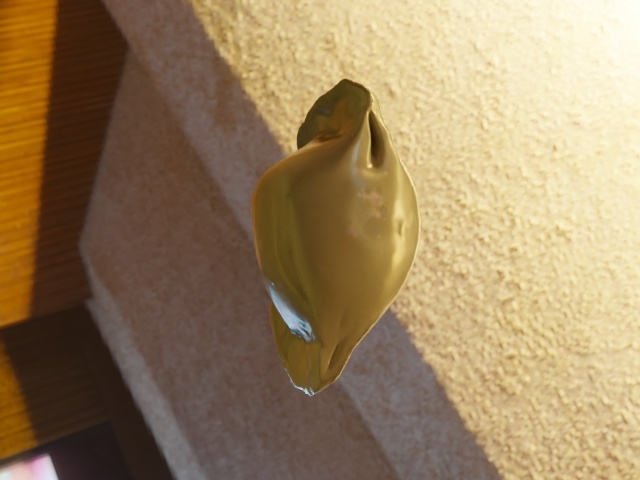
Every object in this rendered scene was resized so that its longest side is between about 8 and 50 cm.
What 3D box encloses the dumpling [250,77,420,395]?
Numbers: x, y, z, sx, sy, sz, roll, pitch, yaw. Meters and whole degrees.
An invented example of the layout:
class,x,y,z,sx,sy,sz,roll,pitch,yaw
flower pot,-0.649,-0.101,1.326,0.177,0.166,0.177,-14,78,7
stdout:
class,x,y,z,sx,sy,sz,roll,pitch,yaw
dumpling,0.000,0.000,0.930,0.179,0.131,0.252,-8,-102,64
